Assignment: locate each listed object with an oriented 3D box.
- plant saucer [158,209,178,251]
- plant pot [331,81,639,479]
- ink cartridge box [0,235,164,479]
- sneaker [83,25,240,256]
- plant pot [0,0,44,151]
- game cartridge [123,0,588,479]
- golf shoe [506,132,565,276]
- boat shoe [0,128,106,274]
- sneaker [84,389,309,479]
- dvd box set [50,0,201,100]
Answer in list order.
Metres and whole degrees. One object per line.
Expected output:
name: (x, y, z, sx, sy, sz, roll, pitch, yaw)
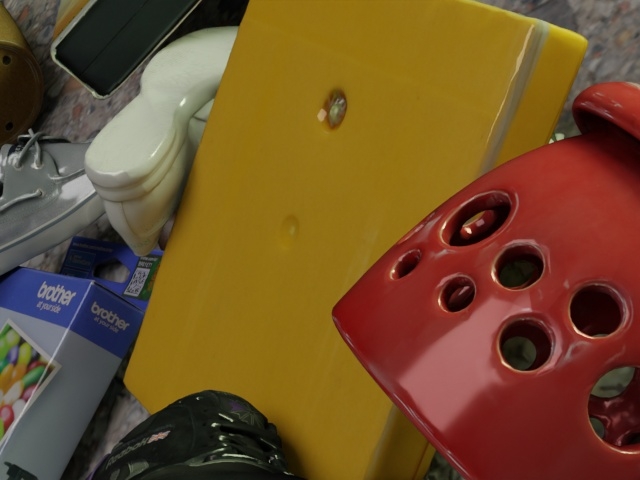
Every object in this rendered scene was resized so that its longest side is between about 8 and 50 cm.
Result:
plant saucer: (-0.068, -0.071, 0.986, 0.198, 0.036, 0.199, -28, 43, 29)
plant pot: (0.127, 0.038, 0.559, 0.174, 0.191, 0.191, -47, 37, 5)
ink cartridge box: (-0.241, 0.125, 0.987, 0.185, 0.065, 0.311, 7, 64, 55)
sneaker: (-0.094, -0.076, 0.929, 0.080, 0.094, 0.212, 11, 44, 28)
plant pot: (-0.397, -0.184, 1.305, 0.254, 0.237, 0.237, 29, 84, 38)
game cartridge: (0.000, 0.000, 0.772, 0.285, 0.052, 0.324, 33, 108, 53)
golf shoe: (0.107, -0.032, 0.760, 0.086, 0.069, 0.176, -38, 32, -21)
boat shoe: (-0.227, -0.041, 1.020, 0.227, 0.081, 0.079, -29, 24, 19)
sneaker: (-0.063, 0.123, 0.665, 0.283, 0.107, 0.124, -24, 35, 56)
dvd box set: (-0.105, -0.302, 1.100, 0.307, 0.062, 0.420, -45, 22, 12)
